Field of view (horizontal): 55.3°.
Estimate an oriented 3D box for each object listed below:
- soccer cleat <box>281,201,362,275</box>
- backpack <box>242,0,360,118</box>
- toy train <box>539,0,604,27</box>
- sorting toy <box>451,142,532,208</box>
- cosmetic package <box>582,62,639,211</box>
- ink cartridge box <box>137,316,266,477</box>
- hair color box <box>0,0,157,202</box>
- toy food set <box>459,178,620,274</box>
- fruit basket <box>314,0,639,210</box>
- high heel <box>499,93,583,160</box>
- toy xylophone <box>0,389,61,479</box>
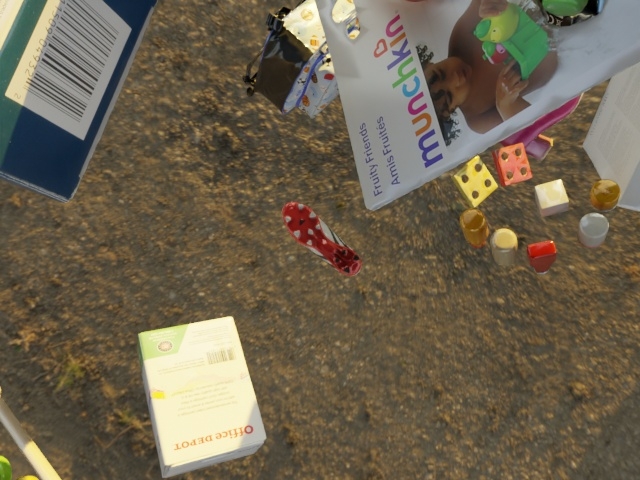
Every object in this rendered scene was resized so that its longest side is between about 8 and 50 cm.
[{"bbox_3d":[0.000,0.000,0.513,0.083,0.035,0.029,40,83,1],"label":"soccer cleat"},{"bbox_3d":[-0.010,-0.421,1.328,0.213,0.276,0.263,35,67,-8],"label":"backpack"},{"bbox_3d":[0.301,-0.323,0.800,0.105,0.080,0.184,-35,50,-10],"label":"toy train"},{"bbox_3d":[0.187,-0.180,0.721,0.132,0.046,0.274,-14,91,-24],"label":"sorting toy"},{"bbox_3d":[0.558,-0.265,0.971,0.098,0.284,0.377,13,120,2],"label":"cosmetic package"},{"bbox_3d":[-0.251,0.318,1.260,0.201,0.117,0.278,-8,60,-23],"label":"ink cartridge box"},{"bbox_3d":[-0.306,-0.164,0.434,0.347,0.105,0.173,19,83,18],"label":"hair color box"},{"bbox_3d":[0.345,-0.014,0.950,0.232,0.104,0.111,-16,66,13],"label":"toy food set"},{"bbox_3d":[0.112,-0.235,0.366,0.353,0.165,0.327,-26,65,35],"label":"fruit basket"},{"bbox_3d":[0.479,-0.294,1.311,0.117,0.082,0.244,25,129,6],"label":"high heel"},{"bbox_3d":[-0.292,0.267,0.547,0.323,0.081,0.236,36,94,33],"label":"toy xylophone"}]
